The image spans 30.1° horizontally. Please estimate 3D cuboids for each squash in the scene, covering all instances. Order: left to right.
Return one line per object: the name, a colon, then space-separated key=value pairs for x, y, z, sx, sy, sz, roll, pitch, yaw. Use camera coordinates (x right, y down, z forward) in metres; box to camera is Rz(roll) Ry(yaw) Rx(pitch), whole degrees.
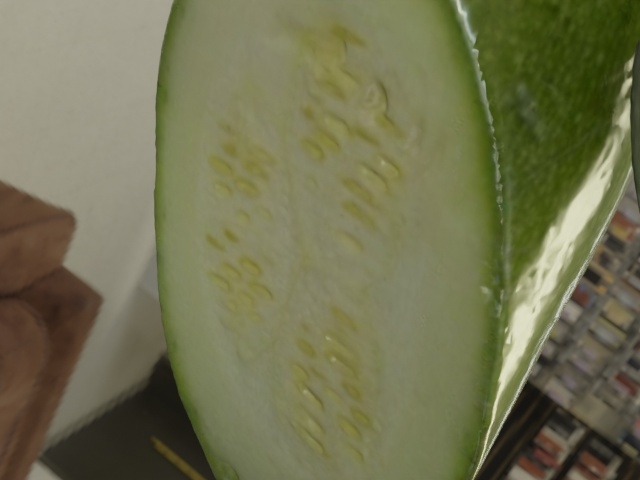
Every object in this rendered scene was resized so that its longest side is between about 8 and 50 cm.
squash: x=0.000 y=0.000 z=0.444 sx=0.260 sy=0.189 sz=0.189 roll=-60 pitch=164 yaw=5

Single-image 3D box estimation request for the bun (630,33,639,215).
bun: x=0.193 y=-0.013 z=0.257 sx=0.179 sy=0.283 sz=0.283 roll=-31 pitch=154 yaw=-49
